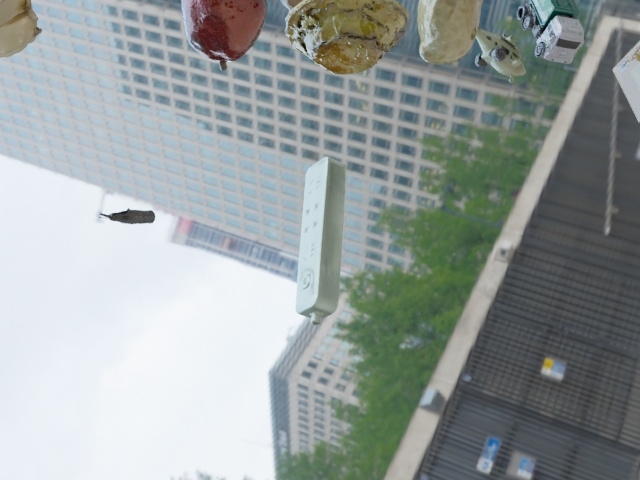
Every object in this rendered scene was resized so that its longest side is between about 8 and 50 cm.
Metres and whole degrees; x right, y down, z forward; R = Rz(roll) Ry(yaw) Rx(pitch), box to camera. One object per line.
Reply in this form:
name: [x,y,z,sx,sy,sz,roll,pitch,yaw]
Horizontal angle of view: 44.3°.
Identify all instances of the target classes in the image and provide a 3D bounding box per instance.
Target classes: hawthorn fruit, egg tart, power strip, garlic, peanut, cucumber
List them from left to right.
garlic: [-0.701,-0.515,1.599,0.203,0.185,0.281,-28,-16,-26]
cucumber: [-0.449,-0.057,1.844,0.163,0.043,0.039,0,-77,-66]
hawthorn fruit: [-0.294,-0.675,2.405,0.265,0.265,0.307,-48,-29,-50]
power strip: [0.000,0.000,1.689,0.062,0.091,0.385,22,-123,-30]
egg tart: [0.050,-0.382,1.471,0.241,0.241,0.106,55,-150,-66]
peanut: [0.229,-0.415,1.285,0.123,0.123,0.257,-23,-54,-65]

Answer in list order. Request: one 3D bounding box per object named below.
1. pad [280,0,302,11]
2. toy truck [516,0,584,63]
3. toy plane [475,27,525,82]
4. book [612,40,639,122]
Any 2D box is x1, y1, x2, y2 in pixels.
pad: [0.026,-0.566,1.601,0.286,0.284,0.018,-20,-39,-12]
toy truck: [0.606,-0.584,2.065,0.124,0.114,0.253,114,153,-49]
toy plane: [0.428,-0.520,2.031,0.108,0.286,0.092,-62,19,-12]
book: [0.663,-0.335,1.595,0.118,0.012,0.172,-52,33,41]
